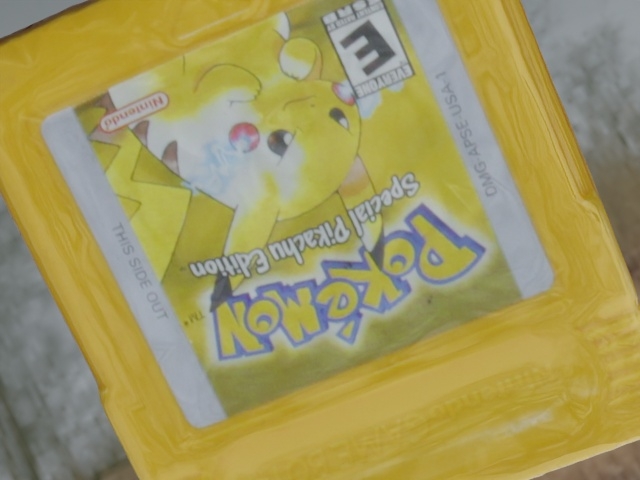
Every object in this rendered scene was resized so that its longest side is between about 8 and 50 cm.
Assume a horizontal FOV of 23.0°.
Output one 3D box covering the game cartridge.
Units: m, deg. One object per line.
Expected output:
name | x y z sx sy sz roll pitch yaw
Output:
game cartridge | 0.000 0.000 0.817 0.285 0.324 0.053 -22 -168 9
